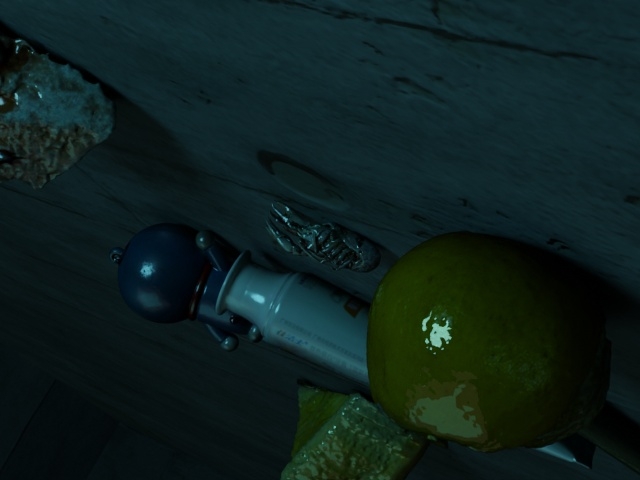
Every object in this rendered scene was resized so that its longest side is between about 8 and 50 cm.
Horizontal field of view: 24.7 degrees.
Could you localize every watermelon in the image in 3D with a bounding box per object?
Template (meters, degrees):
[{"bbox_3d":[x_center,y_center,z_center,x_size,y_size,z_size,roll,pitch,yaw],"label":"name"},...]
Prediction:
[{"bbox_3d":[-0.259,-0.106,1.004,0.241,0.154,0.094,18,168,-9],"label":"watermelon"}]

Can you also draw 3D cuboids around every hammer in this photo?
[{"bbox_3d":[0.205,0.135,1.090,0.365,0.043,0.111,34,164,-26],"label":"hammer"}]

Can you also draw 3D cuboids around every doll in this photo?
[{"bbox_3d":[-0.112,0.036,1.269,0.152,0.085,0.114,18,122,3],"label":"doll"}]

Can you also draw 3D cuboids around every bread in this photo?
[{"bbox_3d":[0.041,0.211,1.644,0.140,0.169,0.160,34,-154,-15],"label":"bread"}]

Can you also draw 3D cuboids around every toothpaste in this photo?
[{"bbox_3d":[0.071,0.102,1.176,0.323,0.066,0.100,25,-172,9],"label":"toothpaste"}]

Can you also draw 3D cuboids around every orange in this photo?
[{"bbox_3d":[0.096,0.067,0.867,0.156,0.134,0.156,40,172,6],"label":"orange"}]

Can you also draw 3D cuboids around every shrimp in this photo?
[{"bbox_3d":[-0.004,0.000,1.022,0.092,0.038,0.029,23,122,25],"label":"shrimp"}]

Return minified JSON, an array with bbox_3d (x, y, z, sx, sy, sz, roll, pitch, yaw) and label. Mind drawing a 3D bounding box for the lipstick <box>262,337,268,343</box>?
[{"bbox_3d":[-0.093,0.045,1.330,0.158,0.048,0.048,26,166,11],"label":"lipstick"}]
